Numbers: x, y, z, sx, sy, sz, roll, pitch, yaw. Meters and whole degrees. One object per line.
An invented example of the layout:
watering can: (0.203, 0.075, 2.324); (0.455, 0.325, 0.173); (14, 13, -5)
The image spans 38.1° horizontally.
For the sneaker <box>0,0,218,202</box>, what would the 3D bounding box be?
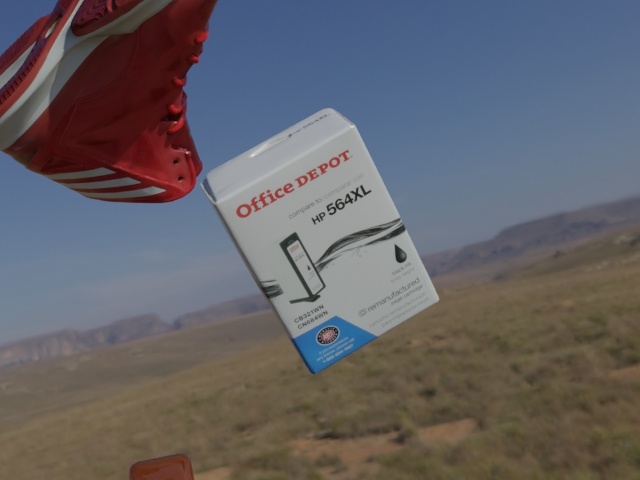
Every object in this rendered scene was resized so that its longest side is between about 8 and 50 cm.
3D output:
sneaker: (-0.092, -0.105, 0.550); (0.221, 0.087, 0.128); (-31, -45, 25)

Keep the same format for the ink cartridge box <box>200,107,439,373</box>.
ink cartridge box: (0.000, 0.000, 0.884); (0.148, 0.203, 0.086); (-30, 24, -3)

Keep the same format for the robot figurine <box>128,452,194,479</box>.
robot figurine: (-0.172, 0.363, 1.075); (0.158, 0.219, 0.128); (-23, -18, 35)
